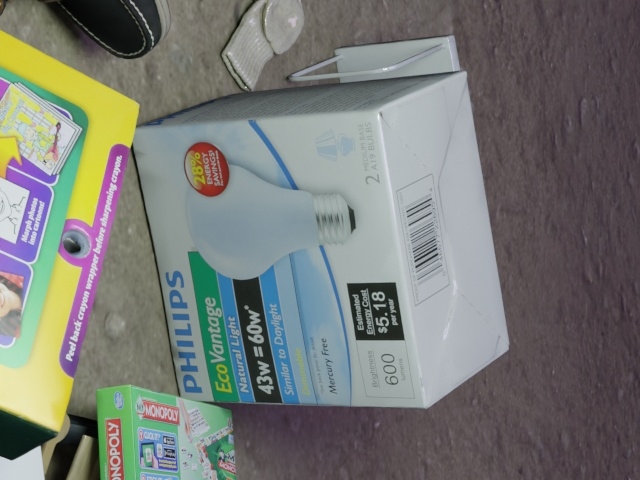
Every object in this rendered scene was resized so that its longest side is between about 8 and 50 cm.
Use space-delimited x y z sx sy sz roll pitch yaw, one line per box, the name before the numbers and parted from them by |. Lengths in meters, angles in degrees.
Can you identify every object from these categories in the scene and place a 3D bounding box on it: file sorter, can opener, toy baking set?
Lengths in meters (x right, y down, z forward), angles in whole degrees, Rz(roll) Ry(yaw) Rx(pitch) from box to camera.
file sorter | 0.087 -0.124 2.398 0.173 0.193 0.277 -28 111 -52
can opener | -0.287 0.208 1.902 0.186 0.059 0.073 12 111 -51
toy baking set | -0.322 0.290 1.839 0.256 0.030 0.197 -52 135 -24

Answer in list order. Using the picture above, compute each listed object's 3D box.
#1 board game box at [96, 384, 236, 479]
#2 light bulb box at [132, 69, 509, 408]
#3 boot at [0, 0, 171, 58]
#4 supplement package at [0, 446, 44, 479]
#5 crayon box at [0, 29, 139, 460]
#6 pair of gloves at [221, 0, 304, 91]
board game box | -0.168 0.287 1.995 0.317 0.046 0.213 31 52 -69
light bulb box | 0.000 0.000 2.089 0.225 0.361 0.358 -26 109 -54
boot | -0.328 -0.264 1.801 0.377 0.138 0.284 54 44 -36
supplement package | -0.377 0.266 1.631 0.204 0.145 0.262 -12 99 -43
crayon box | -0.352 -0.029 1.568 0.313 0.106 0.363 27 55 -26
pair of gloves | -0.091 -0.341 2.271 0.204 0.042 0.240 -57 134 -43
